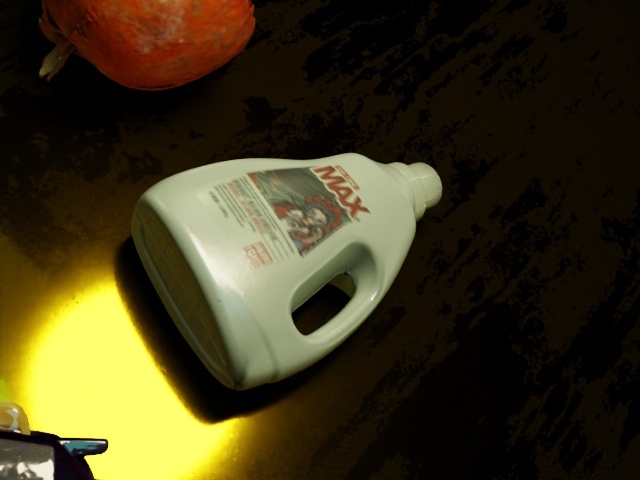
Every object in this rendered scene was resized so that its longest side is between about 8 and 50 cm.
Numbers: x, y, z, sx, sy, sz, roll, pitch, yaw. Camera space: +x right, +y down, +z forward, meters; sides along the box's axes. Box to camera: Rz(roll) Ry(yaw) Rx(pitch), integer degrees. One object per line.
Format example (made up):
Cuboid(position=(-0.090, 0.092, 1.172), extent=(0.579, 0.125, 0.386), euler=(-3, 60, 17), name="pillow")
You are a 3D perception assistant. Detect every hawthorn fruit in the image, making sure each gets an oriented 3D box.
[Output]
Cuboid(position=(-0.228, -0.301, 1.053), extent=(0.307, 0.276, 0.276), euler=(-39, 80, -7), name="hawthorn fruit")

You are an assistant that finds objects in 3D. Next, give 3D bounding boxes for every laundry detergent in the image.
Cuboid(position=(0.000, 0.000, 1.041), extent=(0.398, 0.124, 0.264), euler=(-21, 70, -35), name="laundry detergent")

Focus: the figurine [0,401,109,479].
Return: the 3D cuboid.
Cuboid(position=(-0.315, 0.233, 0.710), extent=(0.308, 0.308, 0.143), euler=(14, 15, -17), name="figurine")
